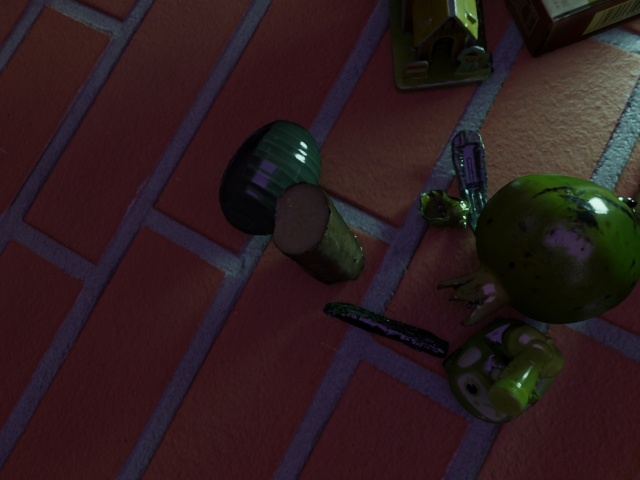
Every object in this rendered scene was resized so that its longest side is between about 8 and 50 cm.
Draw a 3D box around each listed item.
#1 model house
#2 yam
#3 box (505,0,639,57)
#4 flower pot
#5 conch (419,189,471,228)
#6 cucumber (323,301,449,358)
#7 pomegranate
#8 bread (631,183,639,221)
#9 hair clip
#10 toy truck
[{"bbox_3d":[0.171,-0.501,0.845,0.339,0.323,0.301,-3,79,8],"label":"model house"},{"bbox_3d":[0.002,0.000,0.836,0.128,0.238,0.129,33,85,27],"label":"yam"},{"bbox_3d":[0.544,-0.628,0.914,0.344,0.122,0.386,-20,78,5],"label":"box"},{"bbox_3d":[-0.097,-0.123,0.889,0.157,0.189,0.243,32,78,-27],"label":"flower pot"},{"bbox_3d":[0.243,-0.060,0.882,0.089,0.074,0.121,-18,52,-26],"label":"conch"},{"bbox_3d":[0.126,0.170,0.877,0.256,0.043,0.044,19,78,12],"label":"cucumber"},{"bbox_3d":[0.366,0.027,0.761,0.340,0.260,0.261,-32,77,-2],"label":"pomegranate"},{"bbox_3d":[0.791,-0.070,0.810,0.315,0.279,0.249,32,85,-30],"label":"bread"},{"bbox_3d":[0.309,-0.112,0.902,0.065,0.036,0.229,-7,82,7],"label":"hair clip"},{"bbox_3d":[0.328,0.218,0.766,0.187,0.211,0.148,-38,76,-18],"label":"toy truck"}]
